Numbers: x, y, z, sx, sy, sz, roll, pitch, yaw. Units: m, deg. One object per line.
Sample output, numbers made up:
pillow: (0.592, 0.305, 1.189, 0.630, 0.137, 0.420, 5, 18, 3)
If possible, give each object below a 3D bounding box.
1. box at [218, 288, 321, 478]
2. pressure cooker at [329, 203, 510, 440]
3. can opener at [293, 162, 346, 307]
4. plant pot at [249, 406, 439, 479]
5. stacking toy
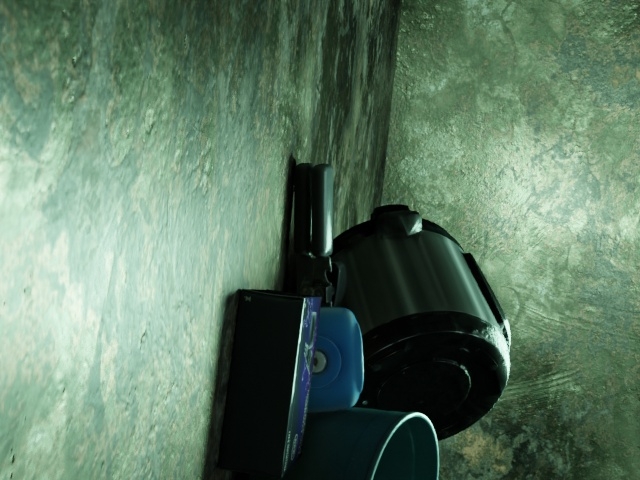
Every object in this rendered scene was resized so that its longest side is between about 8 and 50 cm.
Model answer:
box: (-0.072, 0.208, 1.402, 0.184, 0.103, 0.261, 17, 80, -79)
pressure cooker: (0.158, 0.152, 1.875, 0.375, 0.370, 0.420, 34, 25, -34)
can opener: (0.000, 0.000, 1.676, 0.095, 0.076, 0.283, -13, 106, -56)
plant pot: (0.030, 0.401, 1.565, 0.271, 0.255, 0.272, -18, 112, -56)
stacking toy: (-0.024, 0.200, 1.656, 0.302, 0.165, 0.175, 175, -87, -84)
